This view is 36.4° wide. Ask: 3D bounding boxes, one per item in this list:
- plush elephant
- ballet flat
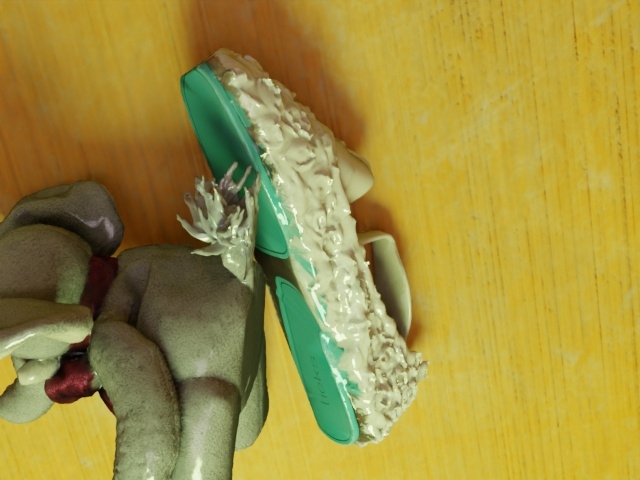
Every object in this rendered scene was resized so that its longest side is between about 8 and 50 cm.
[{"bbox_3d":[-0.184,0.083,0.818,0.255,0.272,0.330,6,116,5],"label":"plush elephant"},{"bbox_3d":[0.000,0.000,0.889,0.147,0.147,0.409,-19,115,1],"label":"ballet flat"}]
